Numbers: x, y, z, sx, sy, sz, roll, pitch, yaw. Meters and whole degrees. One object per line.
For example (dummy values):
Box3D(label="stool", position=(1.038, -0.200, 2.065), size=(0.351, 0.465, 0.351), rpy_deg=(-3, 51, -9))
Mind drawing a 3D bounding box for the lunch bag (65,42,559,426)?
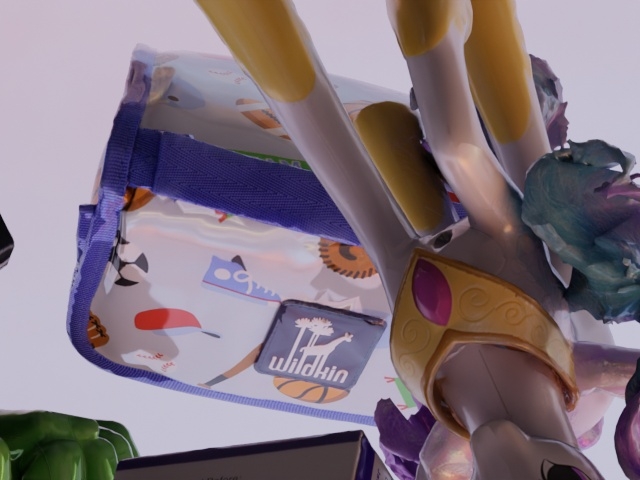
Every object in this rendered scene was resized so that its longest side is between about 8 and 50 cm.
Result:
Box3D(label="lunch bag", position=(0.000, 0.000, 1.259), size=(0.327, 0.385, 0.239), rpy_deg=(13, -93, -7))

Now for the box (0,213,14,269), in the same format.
Box3D(label="box", position=(-0.492, -0.077, 0.912), size=(0.471, 0.297, 0.480), rpy_deg=(-26, -84, 12))

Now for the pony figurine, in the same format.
Box3D(label="pony figurine", position=(0.092, 0.060, 0.827), size=(0.302, 0.351, 0.363), rpy_deg=(-27, -119, 14))

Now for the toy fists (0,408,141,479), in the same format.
Box3D(label="toy fists", position=(-0.217, 0.144, 1.129), size=(0.142, 0.279, 0.096), rpy_deg=(7, -93, 35))

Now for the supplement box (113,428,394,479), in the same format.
Box3D(label="supplement box", position=(0.002, 0.190, 0.748), size=(0.111, 0.220, 0.114), rpy_deg=(-10, -135, 24))
